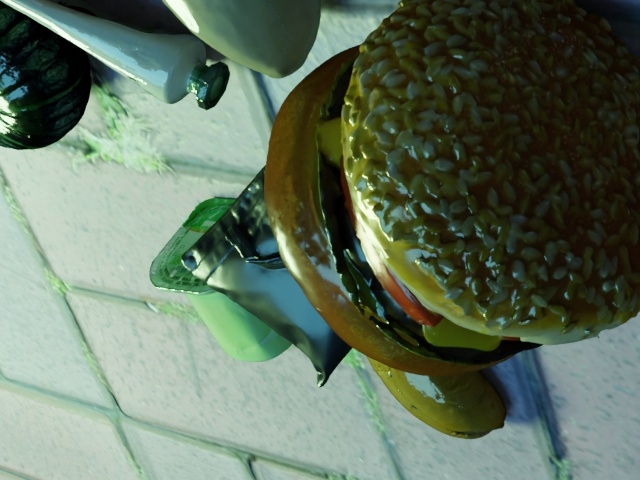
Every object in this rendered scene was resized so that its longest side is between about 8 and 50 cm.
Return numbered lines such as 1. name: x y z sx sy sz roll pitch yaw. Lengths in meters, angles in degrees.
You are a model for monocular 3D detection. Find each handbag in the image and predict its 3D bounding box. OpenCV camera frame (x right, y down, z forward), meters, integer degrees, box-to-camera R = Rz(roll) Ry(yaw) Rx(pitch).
1. handbag: 0.000 0.000 1.833 0.211 0.089 0.254 42 114 1

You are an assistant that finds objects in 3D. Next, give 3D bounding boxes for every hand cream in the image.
1. hand cream: -0.249 -0.231 1.878 0.336 0.121 0.076 28 107 15

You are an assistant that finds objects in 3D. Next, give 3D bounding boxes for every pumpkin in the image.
1. pumpkin: -0.350 -0.189 1.985 0.202 0.140 0.202 29 146 22

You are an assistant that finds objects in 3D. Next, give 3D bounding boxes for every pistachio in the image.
1. pistachio: -0.082 -0.257 1.652 0.153 0.137 0.238 -18 122 13

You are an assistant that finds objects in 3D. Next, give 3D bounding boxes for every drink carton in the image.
1. drink carton: -0.089 0.053 1.998 0.146 0.144 0.142 7 139 41

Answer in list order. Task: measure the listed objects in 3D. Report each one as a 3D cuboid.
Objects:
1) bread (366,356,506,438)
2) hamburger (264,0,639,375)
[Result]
1. bread: 0.119 0.153 1.954 0.189 0.077 0.114 44 142 2
2. hamburger: 0.134 -0.051 1.501 0.330 0.330 0.250 52 144 -14
